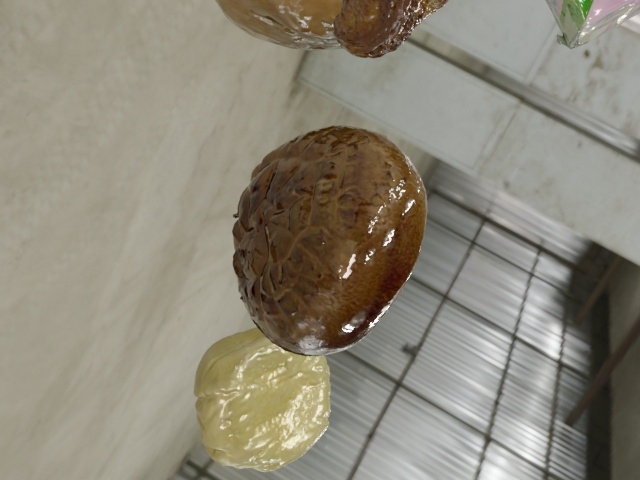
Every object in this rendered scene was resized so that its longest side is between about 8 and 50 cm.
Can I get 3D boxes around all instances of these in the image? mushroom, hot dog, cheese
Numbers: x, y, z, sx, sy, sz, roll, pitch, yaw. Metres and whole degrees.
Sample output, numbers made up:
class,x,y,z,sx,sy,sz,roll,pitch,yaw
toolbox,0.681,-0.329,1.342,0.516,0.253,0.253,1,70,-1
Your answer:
class,x,y,z,sx,sy,sz,roll,pitch,yaw
mushroom,0.000,0.000,0.865,0.253,0.153,0.253,-31,-129,46
hot dog,0.059,-0.186,0.563,0.099,0.065,0.147,-46,175,-33
cheese,-0.084,0.243,1.255,0.225,0.214,0.117,-13,-174,-27

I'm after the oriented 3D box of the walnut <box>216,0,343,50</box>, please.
class,x,y,z,sx,sy,sz,roll,pitch,yaw
walnut,0.005,-0.364,1.009,0.277,0.312,0.252,172,-81,-75

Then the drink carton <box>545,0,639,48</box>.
class,x,y,z,sx,sy,sz,roll,pitch,yaw
drink carton,0.280,-0.371,0.944,0.108,0.271,0.161,-26,177,12
